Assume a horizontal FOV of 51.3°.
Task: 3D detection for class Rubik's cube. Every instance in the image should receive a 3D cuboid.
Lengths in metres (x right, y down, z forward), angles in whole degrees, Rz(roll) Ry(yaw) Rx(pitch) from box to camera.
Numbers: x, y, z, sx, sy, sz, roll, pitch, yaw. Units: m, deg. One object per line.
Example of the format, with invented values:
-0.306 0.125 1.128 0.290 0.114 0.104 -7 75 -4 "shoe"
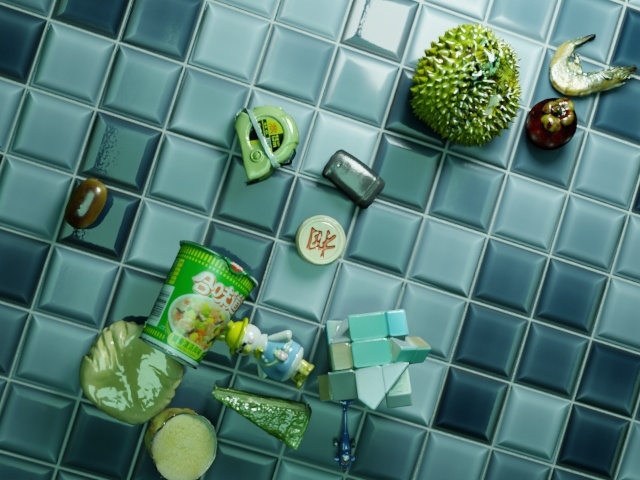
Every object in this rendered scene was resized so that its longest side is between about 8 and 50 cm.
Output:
0.121 0.281 1.531 0.265 0.224 0.213 -7 75 -2 "Rubik's cube"

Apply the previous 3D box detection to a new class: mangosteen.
0.560 -0.287 1.604 0.140 0.140 0.140 0 90 -5 "mangosteen"

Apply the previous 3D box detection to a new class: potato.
-0.330 0.466 1.532 0.164 0.081 0.200 -45 126 -24 "potato"

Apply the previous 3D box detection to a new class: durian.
0.332 -0.362 1.553 0.291 0.224 0.291 -15 121 -27 "durian"

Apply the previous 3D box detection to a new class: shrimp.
0.676 -0.439 1.660 0.217 0.051 0.150 -9 84 -1 "shrimp"

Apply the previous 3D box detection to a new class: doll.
-0.131 0.258 1.567 0.240 0.135 0.099 27 60 -6 "doll"

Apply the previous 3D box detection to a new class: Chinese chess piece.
0.000 0.000 1.599 0.122 0.051 0.122 0 90 -5 "Chinese chess piece"

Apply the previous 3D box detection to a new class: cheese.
-0.431 0.300 1.537 0.226 0.117 0.214 39 83 -9 "cheese"

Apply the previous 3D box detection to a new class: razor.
0.078 -0.151 1.604 0.148 0.054 0.090 39 83 -4 "razor"

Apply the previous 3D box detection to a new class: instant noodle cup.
-0.280 0.147 1.471 0.207 0.207 0.233 30 73 -4 "instant noodle cup"

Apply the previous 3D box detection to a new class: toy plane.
0.061 0.471 1.602 0.054 0.062 0.167 2 80 -5 "toy plane"

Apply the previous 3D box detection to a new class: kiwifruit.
-0.542 -0.085 1.542 0.075 0.075 0.125 27 91 -4 "kiwifruit"

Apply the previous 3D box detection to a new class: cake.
-0.147 0.413 1.561 0.235 0.100 0.099 14 88 -5 "cake"

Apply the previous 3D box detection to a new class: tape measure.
-0.126 -0.239 1.569 0.153 0.087 0.178 -15 90 7 "tape measure"
